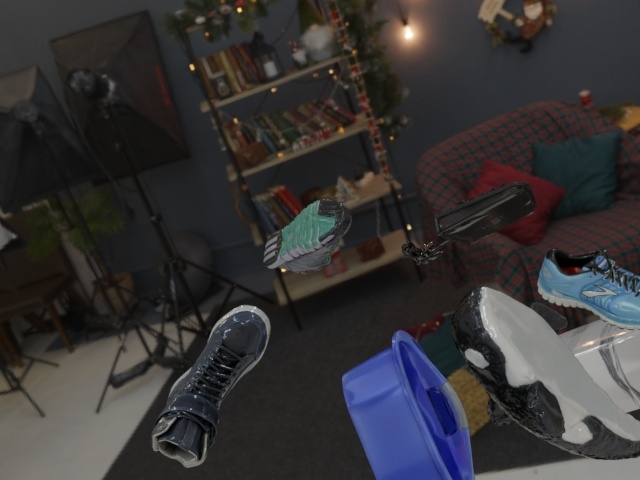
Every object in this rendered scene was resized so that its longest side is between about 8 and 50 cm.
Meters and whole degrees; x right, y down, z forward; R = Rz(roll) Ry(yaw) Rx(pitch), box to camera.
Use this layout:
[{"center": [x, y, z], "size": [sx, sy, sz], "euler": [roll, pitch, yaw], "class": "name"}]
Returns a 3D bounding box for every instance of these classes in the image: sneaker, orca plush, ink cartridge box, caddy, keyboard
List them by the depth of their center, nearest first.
[{"center": [0.222, 0.154, 0.682], "size": [0.102, 0.287, 0.151], "euler": [-36, 39, 38], "class": "orca plush"}, {"center": [0.329, 0.050, 0.764], "size": [0.162, 0.073, 0.063], "euler": [13, 44, 33], "class": "sneaker"}, {"center": [-0.149, 0.206, 0.911], "size": [0.226, 0.086, 0.163], "euler": [-53, 11, 20], "class": "sneaker"}, {"center": [0.204, -0.020, 0.933], "size": [0.202, 0.033, 0.317], "euler": [-30, -13, 16], "class": "keyboard"}, {"center": [0.000, 0.000, 1.080], "size": [0.224, 0.098, 0.083], "euler": [-25, 50, 52], "class": "sneaker"}, {"center": [0.497, 0.197, 1.099], "size": [0.283, 0.117, 0.207], "euler": [-31, -7, 33], "class": "ink cartridge box"}, {"center": [0.190, 0.345, 1.285], "size": [0.179, 0.341, 0.241], "euler": [-27, -11, 18], "class": "caddy"}]
